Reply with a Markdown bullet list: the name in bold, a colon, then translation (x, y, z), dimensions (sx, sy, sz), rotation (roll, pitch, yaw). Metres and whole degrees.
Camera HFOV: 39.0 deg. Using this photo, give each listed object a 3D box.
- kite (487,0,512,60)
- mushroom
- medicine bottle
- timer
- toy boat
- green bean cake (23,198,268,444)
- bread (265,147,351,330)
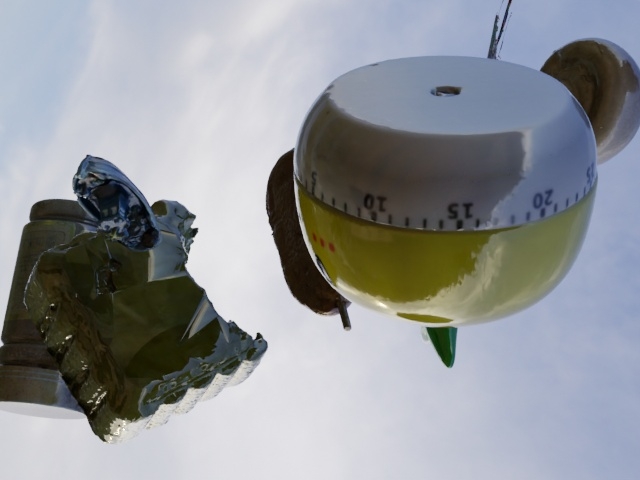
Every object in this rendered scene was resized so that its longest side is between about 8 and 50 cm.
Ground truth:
- **kite**: translation (0.266, -0.307, 1.325), dimensions (0.006, 0.198, 0.244), rotation (16, -94, 14)
- **mushroom**: translation (0.384, -0.214, 1.401), dimensions (0.207, 0.215, 0.207), rotation (-1, -91, 60)
- **medicine bottle**: translation (-0.411, 0.107, 1.413), dimensions (0.151, 0.151, 0.322), rotation (-18, -120, 50)
- **timer**: translation (0.109, -0.008, 0.815), dimensions (0.285, 0.285, 0.285), rotation (-30, -131, 43)
- **toy boat**: translation (-0.211, -0.033, 0.931), dimensions (0.060, 0.137, 0.061), rotation (-17, -134, 10)
- **green bean cake**: translation (-0.196, 0.086, 1.061), dimensions (0.236, 0.233, 0.124), rotation (57, -37, 11)
- **bread**: translation (-0.002, 0.000, 1.300), dimensions (0.124, 0.084, 0.344), rotation (-48, -139, 29)
